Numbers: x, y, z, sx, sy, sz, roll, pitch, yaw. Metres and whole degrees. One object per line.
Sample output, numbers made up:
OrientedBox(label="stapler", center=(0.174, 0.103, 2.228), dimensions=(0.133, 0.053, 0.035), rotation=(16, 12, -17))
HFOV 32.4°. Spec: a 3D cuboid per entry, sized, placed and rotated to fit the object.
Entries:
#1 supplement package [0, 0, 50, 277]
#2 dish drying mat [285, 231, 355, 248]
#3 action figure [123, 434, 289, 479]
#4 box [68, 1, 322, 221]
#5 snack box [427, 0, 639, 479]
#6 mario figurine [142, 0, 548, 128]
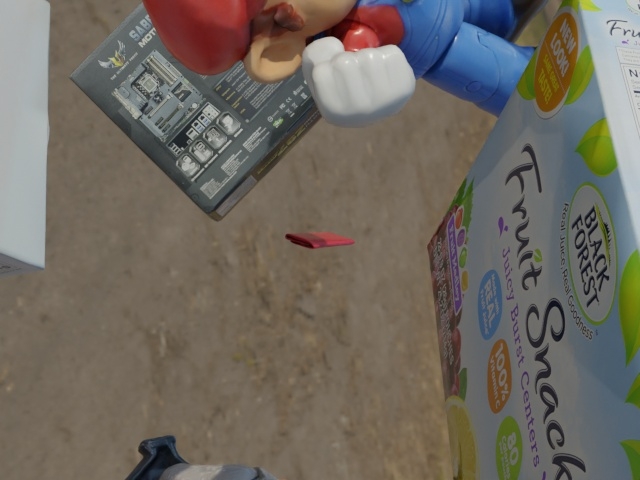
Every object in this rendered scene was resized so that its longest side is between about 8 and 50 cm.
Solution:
OrientedBox(label="supplement package", center=(-0.320, -0.089, 0.651), dimensions=(0.263, 0.198, 0.199), rotation=(33, 50, -60))
OrientedBox(label="dish drying mat", center=(0.000, 0.000, 0.993), dimensions=(0.083, 0.032, 0.008), rotation=(-3, 108, -64))
OrientedBox(label="action figure", center=(-0.076, 0.313, 0.879), dimensions=(0.330, 0.178, 0.341), rotation=(-25, 79, -48))
OrientedBox(label="box", center=(-0.078, -0.162, 0.986), dimensions=(0.183, 0.232, 0.059), rotation=(44, -1, 9))
OrientedBox(label="snack box", center=(0.103, 0.040, 0.406), dimensions=(0.174, 0.070, 0.207), rotation=(113, -21, -53))
OrientedBox(label="mario figurine", center=(0.042, -0.157, 0.640), dimensions=(0.321, 0.198, 0.170), rotation=(4, 110, -38))
